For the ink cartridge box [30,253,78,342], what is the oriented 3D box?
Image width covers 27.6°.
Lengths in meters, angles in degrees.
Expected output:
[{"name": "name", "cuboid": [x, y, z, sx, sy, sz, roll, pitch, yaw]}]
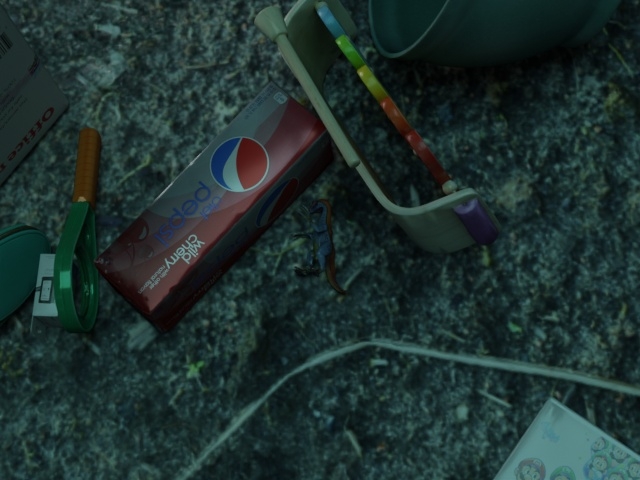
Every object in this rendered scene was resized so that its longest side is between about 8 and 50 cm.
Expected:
[{"name": "ink cartridge box", "cuboid": [-0.273, 0.060, 1.336, 0.028, 0.048, 0.083, 2, 73, 7]}]

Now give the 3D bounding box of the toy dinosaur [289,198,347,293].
[{"name": "toy dinosaur", "cuboid": [0.000, 0.000, 1.347, 0.090, 0.047, 0.082, 36, 66, -18]}]

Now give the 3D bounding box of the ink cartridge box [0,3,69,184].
[{"name": "ink cartridge box", "cuboid": [-0.420, -0.169, 1.310, 0.197, 0.270, 0.198, 35, 78, 16]}]

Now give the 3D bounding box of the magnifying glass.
[{"name": "magnifying glass", "cuboid": [-0.246, -0.013, 1.347, 0.026, 0.092, 0.231, -6, 61, 6]}]

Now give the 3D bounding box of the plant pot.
[{"name": "plant pot", "cuboid": [0.196, -0.301, 1.312, 0.196, 0.293, 0.293, 13, 72, -18]}]

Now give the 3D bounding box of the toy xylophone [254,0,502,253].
[{"name": "toy xylophone", "cuboid": [0.050, -0.122, 1.276, 0.081, 0.236, 0.322, -36, 70, 6]}]

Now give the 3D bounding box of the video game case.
[{"name": "video game case", "cuboid": [0.245, 0.250, 1.240, 0.157, 0.019, 0.143, 34, 78, 15]}]

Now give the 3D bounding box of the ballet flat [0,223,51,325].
[{"name": "ballet flat", "cuboid": [-0.373, 0.074, 1.317, 0.087, 0.083, 0.247, 0, 45, 40]}]

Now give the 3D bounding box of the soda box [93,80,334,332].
[{"name": "soda box", "cuboid": [-0.104, -0.032, 1.328, 0.083, 0.092, 0.263, 40, 79, 15]}]
